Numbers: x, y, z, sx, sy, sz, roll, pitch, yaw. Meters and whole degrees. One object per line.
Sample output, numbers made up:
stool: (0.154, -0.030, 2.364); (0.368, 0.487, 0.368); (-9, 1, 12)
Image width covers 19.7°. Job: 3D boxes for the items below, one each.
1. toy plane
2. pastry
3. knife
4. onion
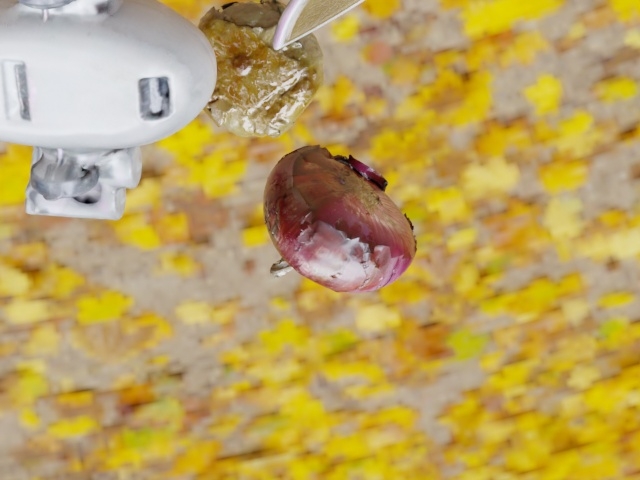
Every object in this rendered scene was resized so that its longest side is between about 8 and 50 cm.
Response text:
toy plane: (-0.190, -0.120, 1.203); (0.252, 0.118, 0.252); (7, 124, 10)
pastry: (-0.069, -0.182, 1.952); (0.153, 0.153, 0.081); (-26, -170, 24)
knife: (0.065, -0.212, 1.300); (0.256, 0.022, 0.046); (-38, 145, -16)
onion: (0.000, 0.000, 1.643); (0.150, 0.150, 0.140); (11, 133, -38)
